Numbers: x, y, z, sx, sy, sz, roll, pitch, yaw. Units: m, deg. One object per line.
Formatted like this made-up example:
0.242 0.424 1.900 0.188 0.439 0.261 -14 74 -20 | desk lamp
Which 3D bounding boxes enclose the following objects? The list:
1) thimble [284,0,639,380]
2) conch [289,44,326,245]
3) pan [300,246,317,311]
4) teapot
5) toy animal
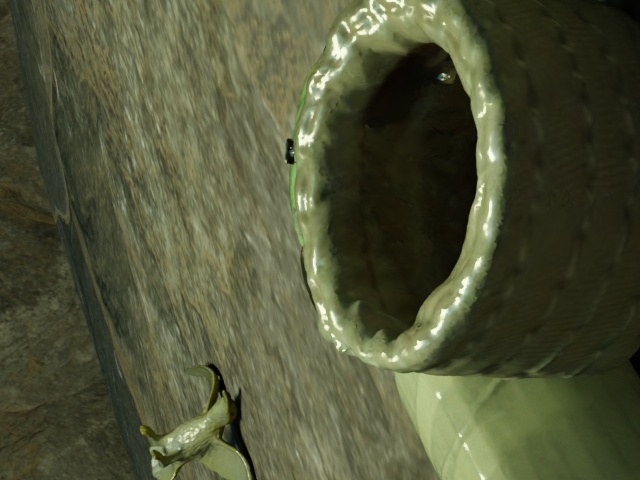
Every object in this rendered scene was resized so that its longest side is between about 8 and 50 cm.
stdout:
0.053 -0.018 0.401 0.102 0.090 0.115 31 114 51 | thimble
0.023 -0.026 0.598 0.170 0.079 0.105 -98 9 -58 | conch
-0.001 0.000 0.794 0.068 0.023 0.115 171 85 -77 | pan
0.095 0.117 0.442 0.107 0.077 0.200 87 163 -49 | teapot
-0.122 0.194 1.307 0.155 0.095 0.219 92 158 -59 | toy animal
